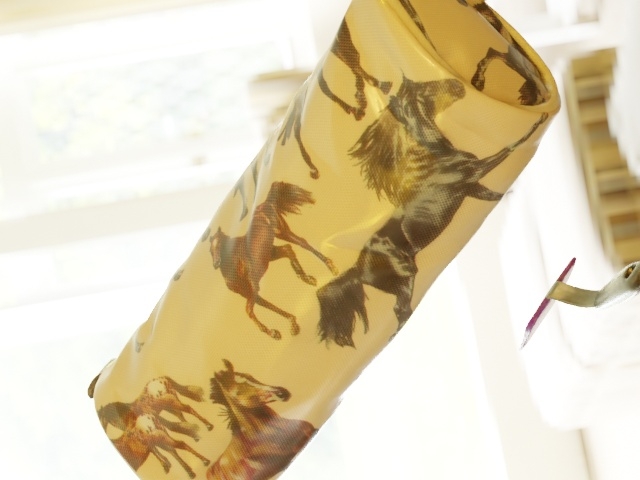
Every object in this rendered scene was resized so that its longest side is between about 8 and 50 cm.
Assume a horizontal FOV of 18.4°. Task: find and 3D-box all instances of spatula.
[{"bbox_3d":[0.219,0.043,1.622,0.030,0.084,0.296,36,167,-6],"label":"spatula"}]

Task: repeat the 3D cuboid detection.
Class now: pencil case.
[{"bbox_3d":[0.000,0.000,1.339,0.410,0.160,0.183,-55,23,24],"label":"pencil case"}]
